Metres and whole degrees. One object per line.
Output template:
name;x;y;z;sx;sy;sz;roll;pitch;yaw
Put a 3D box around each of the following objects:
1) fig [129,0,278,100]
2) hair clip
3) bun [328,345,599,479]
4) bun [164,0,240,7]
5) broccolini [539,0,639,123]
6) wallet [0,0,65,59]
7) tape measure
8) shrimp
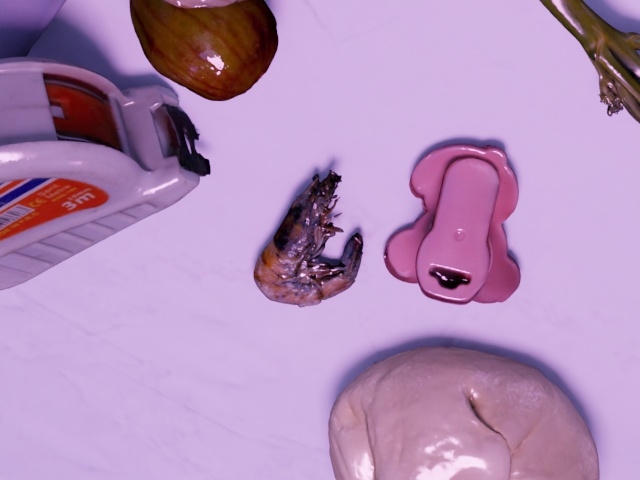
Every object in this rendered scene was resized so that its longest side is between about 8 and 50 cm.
fig;-0.107;-0.180;1.243;0.155;0.109;0.103;40;77;-3
hair clip;0.121;-0.014;1.352;0.123;0.102;0.138;9;90;2
bun;0.132;0.225;1.423;0.259;0.160;0.259;3;119;5
bun;-0.094;-0.229;1.137;0.173;0.113;0.166;6;166;-15
broccolini;0.184;-0.185;1.230;0.392;0.079;0.074;43;129;-9
wallet;-0.255;-0.257;1.239;0.170;0.069;0.231;35;114;-18
tape measure;-0.259;-0.062;1.289;0.243;0.125;0.246;-28;153;23
shrimp;0.000;0.000;1.381;0.091;0.034;0.161;15;130;-15
